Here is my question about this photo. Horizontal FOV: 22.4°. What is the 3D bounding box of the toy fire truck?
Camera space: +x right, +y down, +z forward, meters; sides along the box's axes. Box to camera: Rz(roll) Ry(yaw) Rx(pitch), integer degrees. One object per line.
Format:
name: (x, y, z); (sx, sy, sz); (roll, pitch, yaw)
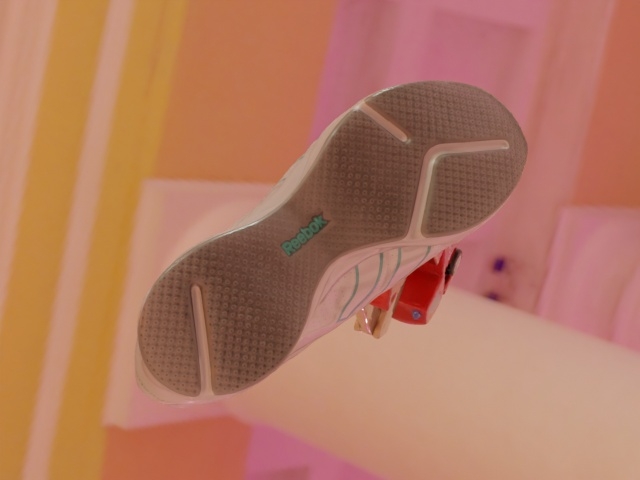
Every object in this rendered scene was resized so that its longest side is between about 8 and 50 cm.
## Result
toy fire truck: (0.049, 0.014, 1.047); (0.192, 0.047, 0.135); (89, -154, -56)

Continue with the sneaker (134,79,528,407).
sneaker: (0.000, 0.000, 0.510); (0.152, 0.053, 0.061); (-35, -5, -22)
